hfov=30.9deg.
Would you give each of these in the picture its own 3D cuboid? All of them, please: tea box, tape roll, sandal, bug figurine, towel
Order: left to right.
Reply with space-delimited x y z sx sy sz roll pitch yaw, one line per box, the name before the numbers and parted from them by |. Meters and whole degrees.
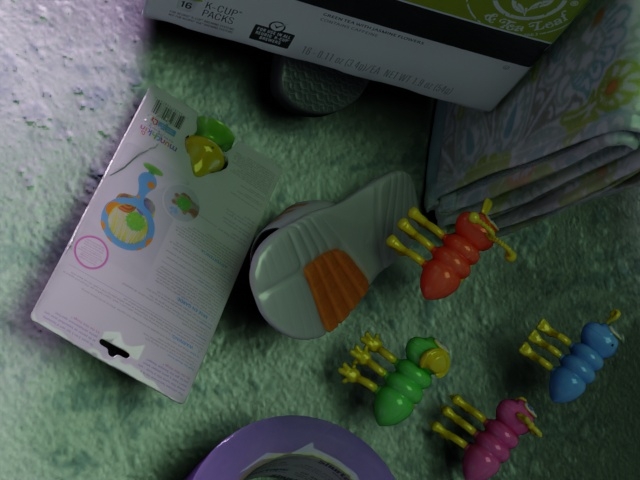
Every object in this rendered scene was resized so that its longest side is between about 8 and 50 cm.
tape roll | -0.027 0.240 0.919 0.189 0.080 0.189 8 65 -18
sandal | 0.003 0.010 1.025 0.265 0.076 0.102 -32 114 -53
sandal | 0.012 -0.210 1.087 0.097 0.054 0.254 40 53 -27
tea box | 0.062 -0.306 0.912 0.329 0.323 0.220 12 59 -15
bug figurine | 0.153 0.102 1.041 0.279 0.072 0.216 37 86 -30
towel | 0.223 -0.199 1.051 0.090 0.320 0.375 17 72 -22

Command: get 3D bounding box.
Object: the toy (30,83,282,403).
toy | -0.133 0.003 0.945 0.137 0.056 0.237 33 60 -19
